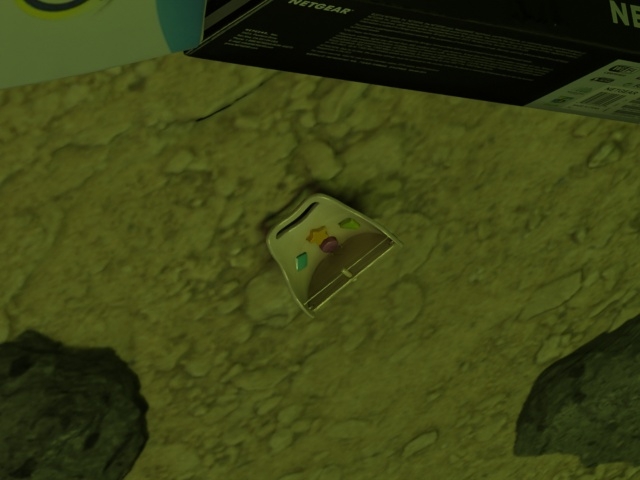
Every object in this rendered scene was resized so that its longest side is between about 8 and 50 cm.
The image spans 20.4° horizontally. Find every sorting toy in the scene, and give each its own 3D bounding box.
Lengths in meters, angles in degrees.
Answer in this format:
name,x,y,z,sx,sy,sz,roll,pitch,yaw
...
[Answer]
name,x,y,z,sx,sy,sz,roll,pitch,yaw
sorting toy,0.000,0.000,1.223,0.083,0.045,0.075,-39,137,8

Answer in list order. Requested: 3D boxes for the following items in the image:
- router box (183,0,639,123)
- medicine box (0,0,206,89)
name,x,y,z,sx,sy,sz,roll,pitch,yaw
router box,0.061,-0.195,0.866,0.309,0.242,0.081,3,160,-41
medicine box,-0.147,-0.238,0.617,0.149,0.289,0.263,-15,140,-25
